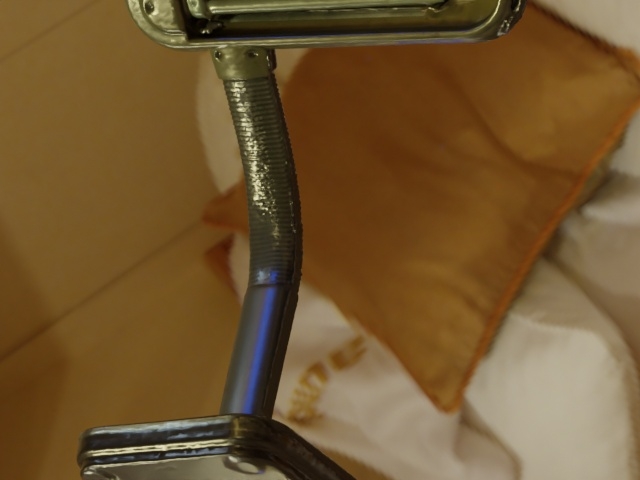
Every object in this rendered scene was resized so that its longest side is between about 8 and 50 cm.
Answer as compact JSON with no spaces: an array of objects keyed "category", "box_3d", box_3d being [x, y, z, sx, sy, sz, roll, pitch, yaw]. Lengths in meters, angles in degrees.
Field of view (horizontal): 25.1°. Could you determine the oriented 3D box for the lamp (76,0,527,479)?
[{"category":"lamp","box_3d":[0.004,0.000,0.663,0.203,0.283,0.124,-6,160,30]}]
